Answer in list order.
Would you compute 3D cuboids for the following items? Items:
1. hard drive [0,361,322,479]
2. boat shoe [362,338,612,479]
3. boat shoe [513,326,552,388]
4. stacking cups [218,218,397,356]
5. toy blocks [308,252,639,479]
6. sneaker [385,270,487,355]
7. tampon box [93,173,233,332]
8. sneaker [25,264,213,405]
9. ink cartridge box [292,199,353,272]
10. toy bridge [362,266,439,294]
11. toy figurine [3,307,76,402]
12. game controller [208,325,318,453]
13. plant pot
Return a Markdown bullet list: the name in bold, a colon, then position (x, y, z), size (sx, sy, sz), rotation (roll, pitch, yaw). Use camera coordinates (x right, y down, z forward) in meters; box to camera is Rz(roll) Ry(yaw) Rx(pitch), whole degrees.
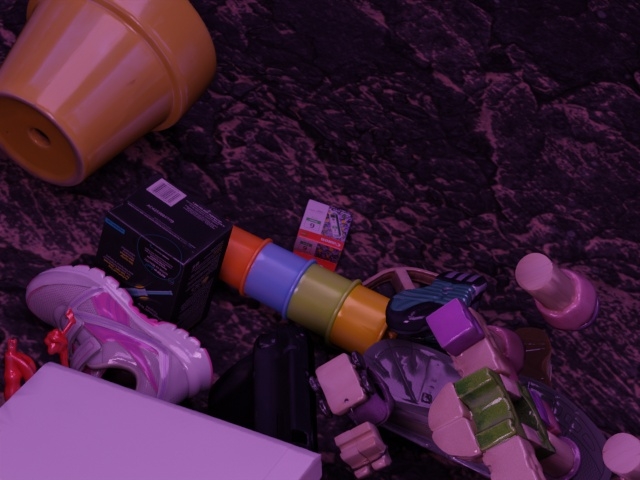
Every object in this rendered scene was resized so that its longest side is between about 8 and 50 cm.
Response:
- **hard drive**: position (-0.181, 0.224, 1.648), size (0.307, 0.040, 0.203), rotation (16, 39, 23)
- **boat shoe**: position (0.188, 0.219, 2.085), size (0.320, 0.103, 0.118), rotation (21, 57, 1)
- **boat shoe**: position (0.263, 0.168, 2.212), size (0.056, 0.048, 0.153), rotation (-1, 37, -3)
- **stacking cups**: position (-0.054, 0.054, 2.194), size (0.316, 0.096, 0.096), rotation (24, 42, 14)
- **toy blocks**: position (0.211, 0.215, 1.928), size (0.260, 0.309, 0.288), rotation (34, 29, -59)
- **sneaker**: position (0.144, 0.105, 2.142), size (0.083, 0.098, 0.224), rotation (11, 15, 27)
- **tampon box**: position (-0.193, 0.030, 2.102), size (0.120, 0.161, 0.101), rotation (34, 44, 15)
- **sneaker**: position (-0.250, 0.120, 2.031), size (0.252, 0.103, 0.111), rotation (29, 50, 22)
- **ink cartridge box**: position (0.000, 0.000, 2.301), size (0.063, 0.029, 0.115), rotation (18, 41, -1)
- **toy bridge**: position (0.107, 0.062, 2.275), size (0.188, 0.026, 0.063), rotation (-2, 43, -22)
- **toy figurine**: position (-0.426, 0.166, 1.795), size (0.362, 0.191, 0.217), rotation (9, 15, -8)
- **game controller**: position (-0.066, 0.239, 1.928), size (0.067, 0.166, 0.319), rotation (25, 38, -23)
- **plant pot**: position (-0.300, -0.205, 2.274), size (0.254, 0.254, 0.239), rotation (29, 59, 12)
